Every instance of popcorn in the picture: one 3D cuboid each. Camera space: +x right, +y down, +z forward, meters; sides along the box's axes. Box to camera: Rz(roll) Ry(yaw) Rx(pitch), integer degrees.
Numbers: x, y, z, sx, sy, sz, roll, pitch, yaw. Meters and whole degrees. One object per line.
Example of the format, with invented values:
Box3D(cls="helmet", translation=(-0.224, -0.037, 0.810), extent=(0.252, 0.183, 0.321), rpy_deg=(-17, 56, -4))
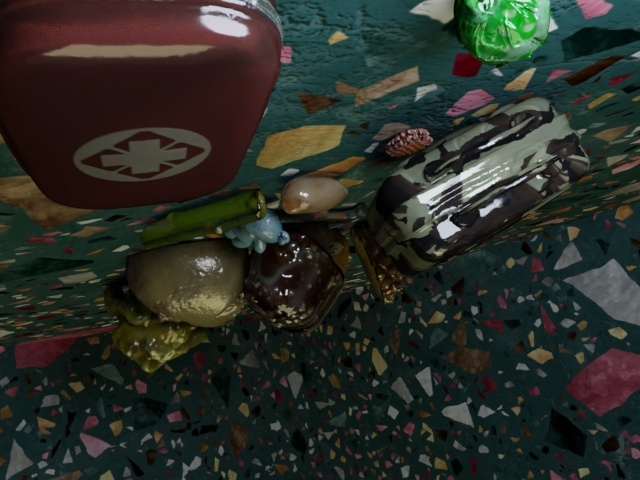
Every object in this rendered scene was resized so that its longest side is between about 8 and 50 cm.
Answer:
Box3D(cls="popcorn", translation=(-0.477, 0.241, 1.715), extent=(0.321, 0.290, 0.326), rpy_deg=(-4, 148, -27))

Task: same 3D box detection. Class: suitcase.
Box3D(cls="suitcase", translation=(0.258, -0.099, 0.953), extent=(0.351, 0.194, 0.339), rpy_deg=(-30, 172, -7))

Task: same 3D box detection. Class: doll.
Box3D(cls="doll", translation=(-0.141, -0.031, 1.218), extent=(0.075, 0.120, 0.179), rpy_deg=(-52, -161, -26))

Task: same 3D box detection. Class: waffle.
Box3D(cls="waffle", translation=(0.150, -0.167, 0.975), extent=(0.075, 0.029, 0.083), rpy_deg=(-9, 168, -20))

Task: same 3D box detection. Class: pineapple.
Box3D(cls="pineapple", translation=(0.255, 0.024, 1.646), extent=(0.271, 0.263, 0.262), rpy_deg=(-23, 170, -3))

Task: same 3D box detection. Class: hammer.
Box3D(cls="hammer", translation=(-0.025, -0.057, 1.336), extent=(0.287, 0.033, 0.111), rpy_deg=(-3, 165, -39))

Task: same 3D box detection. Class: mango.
Box3D(cls="mango", translation=(0.011, 0.073, 1.667), extent=(0.227, 0.147, 0.109), rpy_deg=(-52, 166, 26))

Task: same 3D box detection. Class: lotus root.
Box3D(cls="lotus root", translation=(-0.001, -0.001, 1.519), extent=(0.122, 0.081, 0.112), rpy_deg=(-13, 167, 9))

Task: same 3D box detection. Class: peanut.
Box3D(cls="peanut", translation=(-0.012, -0.088, 1.087), extent=(0.152, 0.076, 0.076), rpy_deg=(-12, 171, -34))

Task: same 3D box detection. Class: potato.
Box3D(cls="potato", translation=(-0.326, 0.113, 1.427), extent=(0.264, 0.211, 0.189), rpy_deg=(4, 163, -43))

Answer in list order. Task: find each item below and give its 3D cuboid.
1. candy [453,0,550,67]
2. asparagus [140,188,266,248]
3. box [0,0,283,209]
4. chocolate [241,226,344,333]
Box3D(cls="candy", translation=(0.101, -0.235, 0.497), extent=(0.323, 0.097, 0.097), rpy_deg=(8, 158, -42))
Box3D(cls="asparagus", translation=(-0.232, -0.040, 1.114), extent=(0.277, 0.067, 0.060), rpy_deg=(-12, -163, 19))
Box3D(cls="box", translation=(-0.184, -0.133, 0.575), extent=(0.263, 0.108, 0.404), rpy_deg=(-9, 168, -18))
Box3D(cls="chocolate", translation=(-0.081, 0.127, 1.447), extent=(0.225, 0.210, 0.340), rpy_deg=(20, 160, 21))
